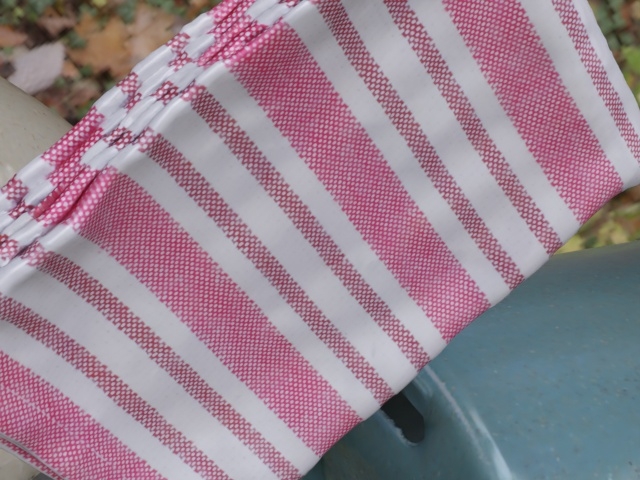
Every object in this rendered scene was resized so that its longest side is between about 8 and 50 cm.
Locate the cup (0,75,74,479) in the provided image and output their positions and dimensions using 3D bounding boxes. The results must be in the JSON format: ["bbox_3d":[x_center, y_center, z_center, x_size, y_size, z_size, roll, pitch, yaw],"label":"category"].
[{"bbox_3d":[-0.288,-0.003,0.776,0.237,0.331,0.331,58,32,-34],"label":"cup"}]

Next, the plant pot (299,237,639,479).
[{"bbox_3d":[0.137,0.142,0.612,0.334,0.341,0.341,-2,67,-33],"label":"plant pot"}]

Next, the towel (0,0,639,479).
[{"bbox_3d":[0.000,0.000,0.348,0.144,0.197,0.029,48,1,-45],"label":"towel"}]

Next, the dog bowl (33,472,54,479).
[{"bbox_3d":[-0.112,0.106,0.946,0.102,0.349,0.349,41,37,2],"label":"dog bowl"}]
